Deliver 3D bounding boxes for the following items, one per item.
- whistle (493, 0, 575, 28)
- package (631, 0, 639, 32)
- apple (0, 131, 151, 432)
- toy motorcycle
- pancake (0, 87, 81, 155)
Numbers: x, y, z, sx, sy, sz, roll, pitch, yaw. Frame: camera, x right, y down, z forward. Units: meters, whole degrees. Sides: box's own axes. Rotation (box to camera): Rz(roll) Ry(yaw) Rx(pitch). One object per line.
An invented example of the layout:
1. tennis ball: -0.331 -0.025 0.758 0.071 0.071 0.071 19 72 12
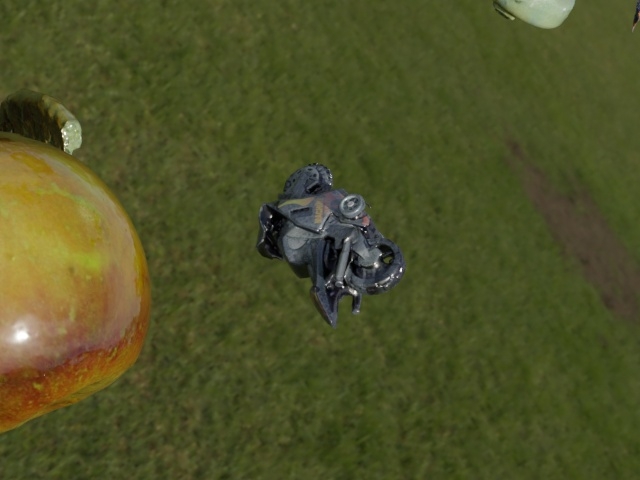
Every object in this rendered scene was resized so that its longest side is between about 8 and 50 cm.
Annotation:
1. whistle: 0.267 -0.323 1.372 0.126 0.067 0.258 40 33 6
2. package: 0.530 -0.385 1.754 0.033 0.111 0.077 33 -13 23
3. apple: -0.401 0.057 1.307 0.374 0.384 0.374 59 -15 28
4. toy motorcycle: 0.000 0.000 1.663 0.307 0.173 0.108 51 -6 44
5. pancake: -0.500 -0.133 1.989 0.067 0.427 0.305 -21 74 -33
